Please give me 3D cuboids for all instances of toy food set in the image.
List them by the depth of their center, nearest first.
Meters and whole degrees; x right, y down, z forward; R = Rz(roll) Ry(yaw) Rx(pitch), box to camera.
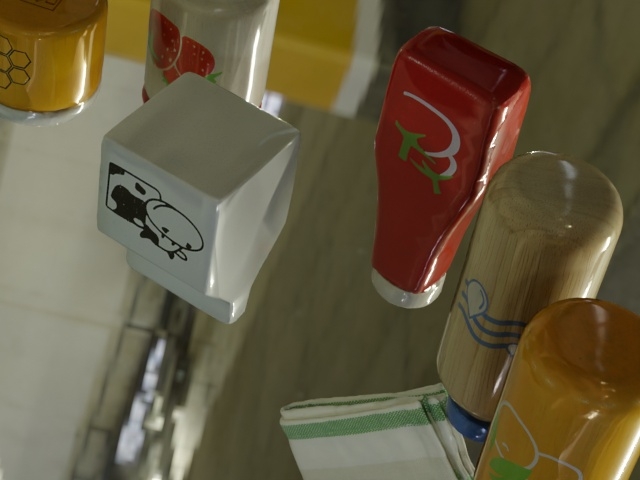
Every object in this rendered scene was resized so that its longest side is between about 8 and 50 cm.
[{"bbox_3d":[0.000,0.000,0.497,0.111,0.232,0.104,-45,156,-41],"label":"toy food set"}]

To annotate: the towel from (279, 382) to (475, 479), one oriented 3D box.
[{"bbox_3d":[0.047,0.141,0.792,0.113,0.023,0.152,-12,-74,49],"label":"towel"}]
